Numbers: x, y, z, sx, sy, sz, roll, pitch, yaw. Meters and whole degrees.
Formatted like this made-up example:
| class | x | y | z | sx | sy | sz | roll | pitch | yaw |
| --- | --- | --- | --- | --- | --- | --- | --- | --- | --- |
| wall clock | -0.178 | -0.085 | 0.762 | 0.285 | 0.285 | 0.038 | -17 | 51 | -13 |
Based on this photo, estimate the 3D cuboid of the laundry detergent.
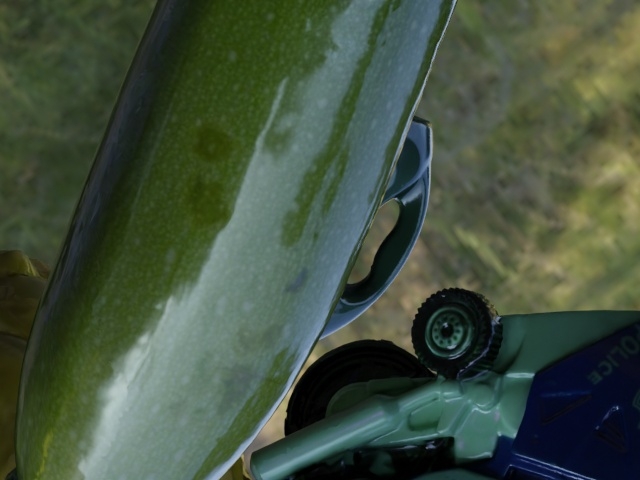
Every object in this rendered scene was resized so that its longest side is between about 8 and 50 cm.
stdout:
| class | x | y | z | sx | sy | sz | roll | pitch | yaw |
| --- | --- | --- | --- | --- | --- | --- | --- | --- | --- |
| laundry detergent | 0.000 | 0.000 | 1.331 | 0.063 | 0.137 | 0.211 | -142 | -113 | -71 |

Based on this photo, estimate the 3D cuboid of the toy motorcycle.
| class | x | y | z | sx | sy | sz | roll | pitch | yaw |
| --- | --- | --- | --- | --- | --- | --- | --- | --- | --- |
| toy motorcycle | 0.132 | 0.122 | 1.010 | 0.331 | 0.196 | 0.125 | -13 | 161 | 14 |

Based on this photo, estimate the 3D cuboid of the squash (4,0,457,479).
| class | x | y | z | sx | sy | sz | roll | pitch | yaw |
| --- | --- | --- | --- | --- | --- | --- | --- | --- | --- |
| squash | -0.030 | -0.008 | 0.566 | 0.094 | 0.094 | 0.341 | -10 | 127 | -65 |

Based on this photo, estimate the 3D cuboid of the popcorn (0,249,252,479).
| class | x | y | z | sx | sy | sz | roll | pitch | yaw |
| --- | --- | --- | --- | --- | --- | --- | --- | --- | --- |
| popcorn | -0.187 | 0.177 | 1.045 | 0.349 | 0.349 | 0.381 | -36 | 159 | 6 |
